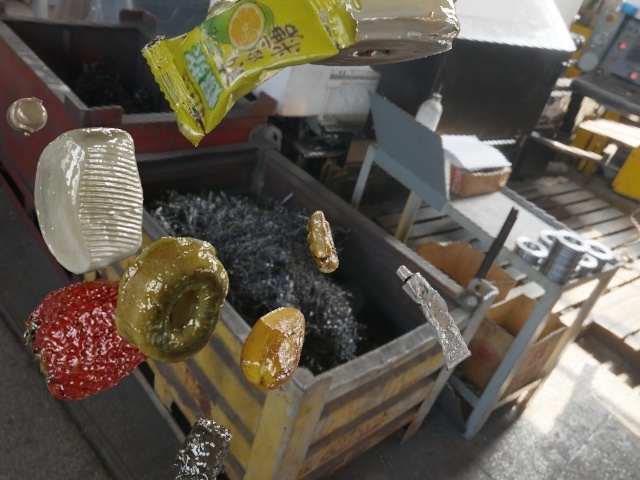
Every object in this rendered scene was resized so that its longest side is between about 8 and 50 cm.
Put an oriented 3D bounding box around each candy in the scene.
[{"bbox_3d":[-0.106,-0.275,0.781,0.187,0.297,0.081,64,16,15],"label":"candy"}]

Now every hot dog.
[{"bbox_3d":[0.000,0.000,1.686,0.072,0.109,0.269,-21,33,5],"label":"hot dog"}]

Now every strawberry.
[{"bbox_3d":[-0.575,0.225,1.459,0.351,0.267,0.312,-24,63,-12],"label":"strawberry"}]

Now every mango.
[{"bbox_3d":[-0.149,0.348,1.886,0.201,0.199,0.350,40,30,-6],"label":"mango"}]

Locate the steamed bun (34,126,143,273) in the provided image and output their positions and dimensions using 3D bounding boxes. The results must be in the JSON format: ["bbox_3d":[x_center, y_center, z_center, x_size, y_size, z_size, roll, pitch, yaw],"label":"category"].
[{"bbox_3d":[-0.649,-0.117,1.532,0.236,0.383,0.247,8,17,24],"label":"steamed bun"}]

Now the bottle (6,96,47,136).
[{"bbox_3d":[-0.849,-0.355,1.616,0.097,0.110,0.209,19,-2,-33],"label":"bottle"}]

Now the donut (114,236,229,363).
[{"bbox_3d":[-0.301,0.125,1.137,0.208,0.261,0.128,-3,26,-42],"label":"donut"}]

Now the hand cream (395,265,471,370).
[{"bbox_3d":[0.255,0.166,1.270,0.084,0.050,0.257,-27,82,-35],"label":"hand cream"}]

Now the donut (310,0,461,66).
[{"bbox_3d":[0.107,-0.468,1.196,0.382,0.142,0.382,-4,8,1],"label":"donut"}]

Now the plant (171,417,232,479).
[{"bbox_3d":[-0.322,0.588,1.497,0.129,0.194,0.132,19,-8,11],"label":"plant"}]

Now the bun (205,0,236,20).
[{"bbox_3d":[-0.257,-0.586,1.672,0.152,0.259,0.259,2,34,-31],"label":"bun"}]
